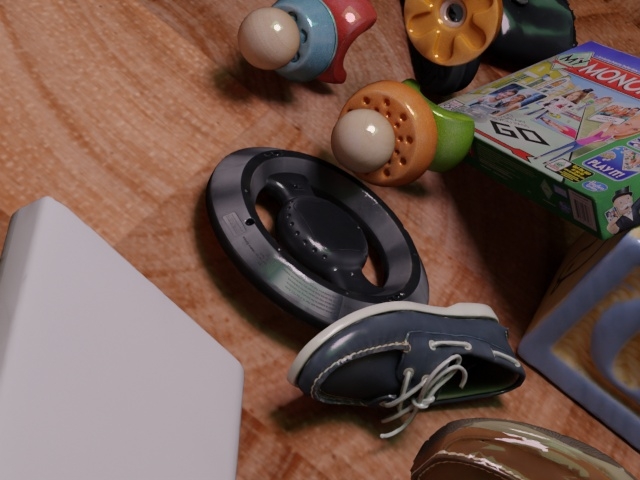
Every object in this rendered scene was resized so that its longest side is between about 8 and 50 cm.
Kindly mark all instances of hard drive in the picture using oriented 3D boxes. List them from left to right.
[{"bbox_3d":[-0.142,0.168,0.888,0.233,0.047,0.353,46,31,-35],"label":"hard drive"}]

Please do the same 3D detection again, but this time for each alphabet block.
[{"bbox_3d":[0.337,0.060,1.302,0.193,0.192,0.197,39,39,0],"label":"alphabet block"}]

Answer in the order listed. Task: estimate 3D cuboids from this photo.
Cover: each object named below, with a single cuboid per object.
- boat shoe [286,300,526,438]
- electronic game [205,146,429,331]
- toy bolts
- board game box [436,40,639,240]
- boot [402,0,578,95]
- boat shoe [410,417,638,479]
[{"bbox_3d":[0.079,0.109,1.144,0.254,0.095,0.079,2,44,-50],"label":"boat shoe"},{"bbox_3d":[0.000,0.000,1.221,0.229,0.048,0.229,26,33,-18],"label":"electronic game"},{"bbox_3d":[0.038,-0.183,1.295,0.228,0.218,0.158,34,26,24],"label":"toy bolts"},{"bbox_3d":[0.269,-0.108,1.327,0.213,0.046,0.317,-24,27,-15],"label":"board game box"},{"bbox_3d":[0.207,-0.237,1.562,0.207,0.094,0.246,14,39,-20],"label":"boot"},{"bbox_3d":[0.214,0.256,1.044,0.324,0.122,0.120,32,44,-6],"label":"boat shoe"}]
